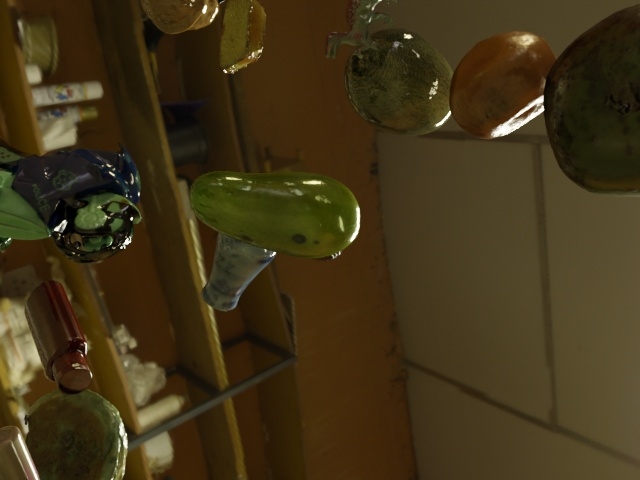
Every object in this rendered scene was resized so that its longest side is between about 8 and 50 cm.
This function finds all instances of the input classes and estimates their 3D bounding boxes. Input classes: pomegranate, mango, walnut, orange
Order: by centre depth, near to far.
[{"bbox_3d":[0.491,-0.197,0.983,0.285,0.341,0.284,7,-80,43],"label":"pomegranate"},{"bbox_3d":[-0.076,-0.050,1.139,0.175,0.293,0.143,140,-42,-70],"label":"mango"},{"bbox_3d":[-0.296,-0.501,1.392,0.166,0.167,0.149,34,-77,39],"label":"walnut"},{"bbox_3d":[0.385,-0.340,1.431,0.183,0.249,0.249,61,-35,12],"label":"orange"}]

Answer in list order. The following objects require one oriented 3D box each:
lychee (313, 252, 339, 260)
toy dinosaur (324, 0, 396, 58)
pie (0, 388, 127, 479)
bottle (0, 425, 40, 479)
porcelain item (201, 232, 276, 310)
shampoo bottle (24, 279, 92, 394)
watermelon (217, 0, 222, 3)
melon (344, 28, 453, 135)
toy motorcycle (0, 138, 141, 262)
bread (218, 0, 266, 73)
[{"bbox_3d":[-0.001,0.003,1.911,0.129,0.123,0.123,44,-38,3],"label":"lychee"},{"bbox_3d":[0.090,-0.510,1.456,0.053,0.167,0.242,-165,-104,-70],"label":"toy dinosaur"},{"bbox_3d":[-0.499,0.426,1.303,0.302,0.302,0.067,41,-4,34],"label":"pie"},{"bbox_3d":[-0.398,0.291,0.874,0.045,0.045,0.096,17,-54,48],"label":"bottle"},{"bbox_3d":[-0.182,0.037,1.507,0.141,0.141,0.259,46,-60,28],"label":"porcelain item"},{"bbox_3d":[-0.494,0.183,1.268,0.102,0.064,0.260,-56,-136,9],"label":"shampoo bottle"},{"bbox_3d":[-0.280,-0.628,1.661,0.193,0.145,0.137,40,-21,20],"label":"watermelon"},{"bbox_3d":[0.202,-0.383,1.671,0.249,0.329,0.248,-17,-116,38],"label":"melon"},{"bbox_3d":[-0.379,-0.074,0.916,0.331,0.196,0.125,17,-44,15],"label":"toy motorcycle"},{"bbox_3d":[-0.187,-0.486,1.595,0.103,0.065,0.187,-2,-102,34],"label":"bread"}]
